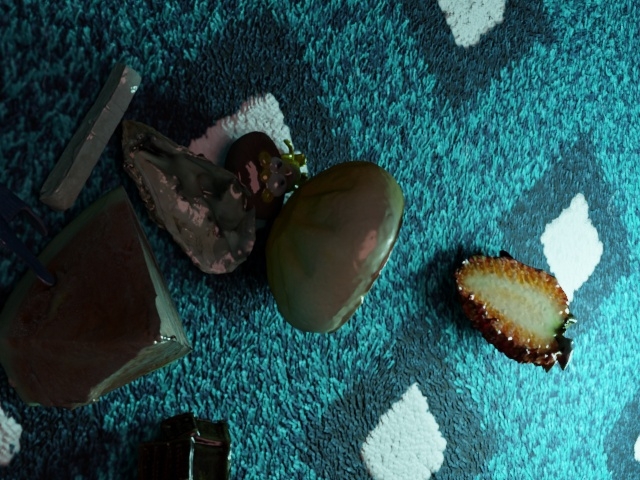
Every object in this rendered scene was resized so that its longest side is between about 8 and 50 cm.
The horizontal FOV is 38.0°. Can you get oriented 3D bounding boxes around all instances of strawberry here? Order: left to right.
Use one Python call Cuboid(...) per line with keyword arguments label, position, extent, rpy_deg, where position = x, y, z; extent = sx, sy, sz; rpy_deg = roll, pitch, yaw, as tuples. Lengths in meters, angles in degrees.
Cuboid(label="strawberry", position=(0.382, 0.138, 1.942), extent=(0.306, 0.138, 0.233), rpy_deg=(31, 49, -11))

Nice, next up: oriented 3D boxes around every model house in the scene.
Cuboid(label="model house", position=(-0.219, 0.349, 1.445), extent=(0.152, 0.106, 0.165), rpy_deg=(21, 42, -27))

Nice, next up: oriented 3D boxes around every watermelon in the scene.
Cuboid(label="watermelon", position=(-0.306, 0.080, 1.270), extent=(0.283, 0.292, 0.250), rpy_deg=(-33, 82, -34))

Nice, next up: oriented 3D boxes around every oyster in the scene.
Cuboid(label="oyster", position=(-0.207, -0.058, 1.440), extent=(0.252, 0.087, 0.199), rpy_deg=(14, 104, -20))

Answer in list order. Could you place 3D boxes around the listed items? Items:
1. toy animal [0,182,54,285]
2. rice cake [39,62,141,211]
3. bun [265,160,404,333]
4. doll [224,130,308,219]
Cuboid(label="toy animal", position=(-0.450, -0.030, 1.191), extent=(0.255, 0.239, 0.176), rpy_deg=(20, 109, 1))
Cuboid(label="rice cake", position=(-0.335, -0.152, 1.356), extent=(0.045, 0.042, 0.245), rpy_deg=(48, 60, -48))
Cuboid(label="bun", position=(0.000, 0.000, 1.508), extent=(0.164, 0.299, 0.299), rpy_deg=(29, 71, -10))
Cuboid(label="doll", position=(-0.086, -0.119, 1.541), extent=(0.188, 0.096, 0.145), rpy_deg=(-44, 126, -42))
